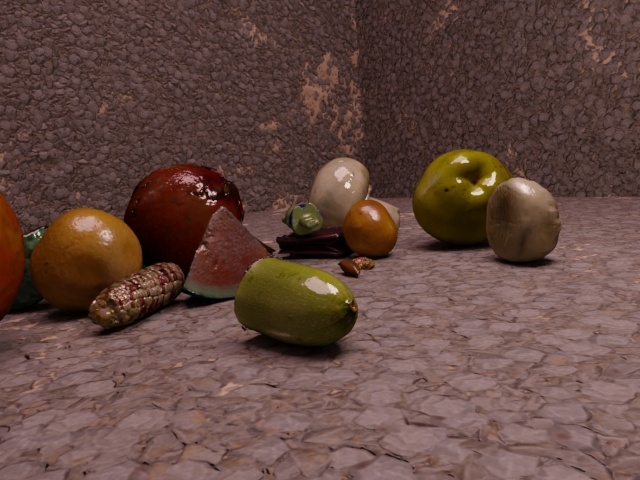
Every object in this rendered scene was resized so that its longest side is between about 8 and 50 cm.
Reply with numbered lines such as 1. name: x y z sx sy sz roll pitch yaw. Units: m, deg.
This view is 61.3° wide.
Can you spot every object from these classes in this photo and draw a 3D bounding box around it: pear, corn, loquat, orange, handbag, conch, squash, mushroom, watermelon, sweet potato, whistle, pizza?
1. pear: 0.399 -0.115 1.506 0.295 0.294 0.294 -4 7 1
2. corn: -0.332 0.097 0.997 0.086 0.086 0.253 -3 8 12
3. loquat: -0.460 0.038 1.068 0.208 0.207 0.208 -4 7 1
4. orange: 0.128 -0.029 1.434 0.136 0.158 0.159 -28 1 15
5. handbag: 0.001 0.003 1.569 0.216 0.073 0.203 -3 8 24
6. conch: -0.627 0.069 1.154 0.122 0.175 0.188 37 -40 -27
7. squash: -0.022 0.091 0.758 0.187 0.122 0.123 7 14 44
8. mushroom: 0.122 -0.129 1.886 0.336 0.314 0.314 15 3 -13
9. watermelon: -0.178 0.048 1.085 0.208 0.202 0.136 -9 47 -13
10. sweet potato: 0.068 0.063 1.223 0.034 0.034 0.095 -8 18 -24
11. whistle: -0.046 -0.061 1.495 0.105 0.085 0.227 -17 11 -9
12. pizza: 0.093 0.053 1.307 0.078 0.025 0.083 -2 8 -1

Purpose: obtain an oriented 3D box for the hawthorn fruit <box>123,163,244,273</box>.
1. hawthorn fruit: -0.348 -0.044 1.373 0.316 0.315 0.316 -4 7 1

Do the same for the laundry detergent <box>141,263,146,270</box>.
1. laundry detergent: -0.620 0.038 1.556 0.281 0.105 0.215 -5 10 10

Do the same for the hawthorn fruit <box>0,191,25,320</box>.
1. hawthorn fruit: -0.691 -0.017 0.787 0.472 0.471 0.472 -4 7 1

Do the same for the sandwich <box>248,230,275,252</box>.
1. sandwich: -0.266 0.013 1.592 0.258 0.096 0.094 -9 14 -13

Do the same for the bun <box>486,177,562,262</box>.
1. bun: 0.462 -0.049 1.215 0.128 0.193 0.178 -7 11 -12
